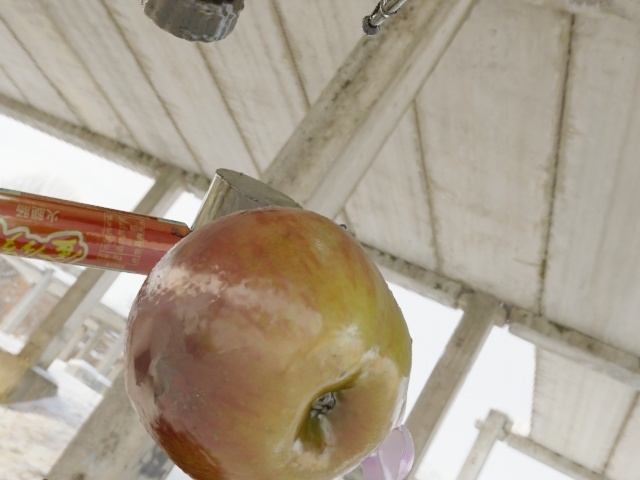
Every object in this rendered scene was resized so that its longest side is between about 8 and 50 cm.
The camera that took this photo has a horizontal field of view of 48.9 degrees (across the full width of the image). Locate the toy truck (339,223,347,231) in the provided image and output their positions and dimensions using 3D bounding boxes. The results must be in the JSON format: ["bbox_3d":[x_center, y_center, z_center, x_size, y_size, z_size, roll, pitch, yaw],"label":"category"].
[{"bbox_3d":[0.000,0.000,1.518,0.136,0.063,0.074,6,-25,-40],"label":"toy truck"}]

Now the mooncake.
[{"bbox_3d":[-0.287,-0.561,1.607,0.228,0.228,0.124,33,-46,1],"label":"mooncake"}]

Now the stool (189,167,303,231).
[{"bbox_3d":[-0.164,0.021,1.298,0.179,0.264,0.179,25,13,-6],"label":"stool"}]

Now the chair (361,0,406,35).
[{"bbox_3d":[0.222,-0.486,0.836,0.410,0.362,0.364,-129,-155,-78],"label":"chair"}]

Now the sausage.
[{"bbox_3d":[-0.275,-0.009,0.766,0.264,0.083,0.083,11,-8,-30],"label":"sausage"}]

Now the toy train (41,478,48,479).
[{"bbox_3d":[-0.546,0.518,1.418,0.083,0.017,0.017,49,-9,38],"label":"toy train"}]

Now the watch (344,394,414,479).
[{"bbox_3d":[0.022,0.266,1.108,0.211,0.248,0.218,31,-34,-32],"label":"watch"}]

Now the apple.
[{"bbox_3d":[-0.043,0.070,0.456,0.160,0.195,0.173,15,17,-38],"label":"apple"}]
